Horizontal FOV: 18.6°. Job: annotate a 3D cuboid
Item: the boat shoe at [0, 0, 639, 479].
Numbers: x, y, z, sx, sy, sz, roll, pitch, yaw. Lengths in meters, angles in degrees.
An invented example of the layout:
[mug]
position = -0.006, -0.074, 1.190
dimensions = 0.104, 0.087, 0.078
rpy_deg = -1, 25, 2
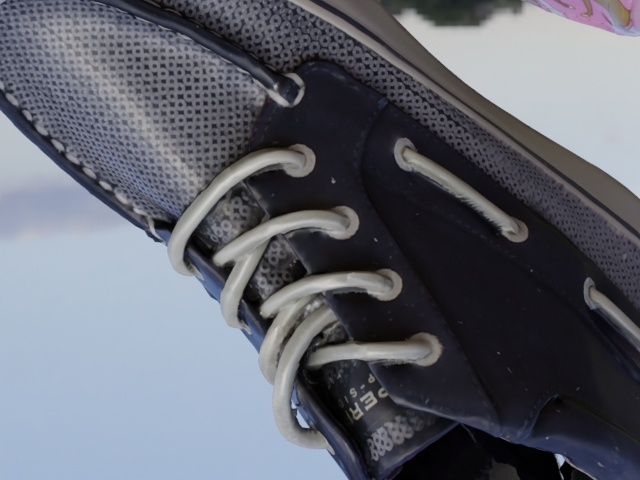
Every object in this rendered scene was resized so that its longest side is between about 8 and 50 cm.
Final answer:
[boat shoe]
position = 0.000, 0.000, 0.725
dimensions = 0.340, 0.127, 0.158
rpy_deg = 26, -140, -20

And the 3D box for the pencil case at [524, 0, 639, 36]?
[pencil case]
position = 0.068, -0.248, 1.211
dimensions = 0.386, 0.160, 0.167
rpy_deg = 19, 158, 20
